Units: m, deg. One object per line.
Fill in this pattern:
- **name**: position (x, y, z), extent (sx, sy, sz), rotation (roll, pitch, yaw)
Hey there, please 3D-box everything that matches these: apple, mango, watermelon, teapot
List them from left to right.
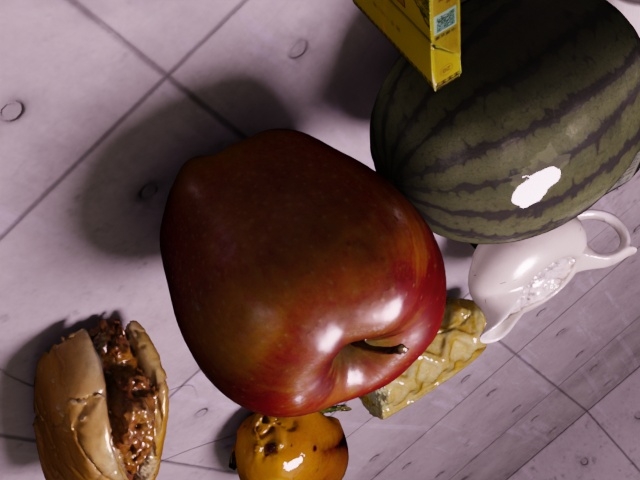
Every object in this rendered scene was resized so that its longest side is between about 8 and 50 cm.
- **mango**: position (-0.051, 0.369, 1.678), extent (0.201, 0.152, 0.287), rotation (-45, 154, -5)
- **apple**: position (-0.026, 0.038, 1.061), extent (0.288, 0.317, 0.288), rotation (-30, 149, -21)
- **watermelon**: position (0.229, -0.152, 1.124), extent (0.359, 0.279, 0.279), rotation (-37, 152, -15)
- **teapot**: position (0.353, 0.034, 1.555), extent (0.299, 0.166, 0.208), rotation (-25, 138, -3)

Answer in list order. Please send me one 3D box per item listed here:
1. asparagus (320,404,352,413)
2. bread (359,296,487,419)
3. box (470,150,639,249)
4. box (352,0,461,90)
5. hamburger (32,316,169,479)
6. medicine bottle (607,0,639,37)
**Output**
- **asparagus**: position (0.003, 0.317, 1.807), extent (0.162, 0.016, 0.016), rotation (0, 107, -49)
- **bread**: position (0.181, 0.195, 1.722), extent (0.267, 0.130, 0.152), rotation (-29, -174, -18)
- **box**: position (0.406, -0.107, 1.619), extent (0.350, 0.058, 0.211), rotation (-28, 152, -19)
- **box**: position (0.069, -0.277, 0.883), extent (0.041, 0.153, 0.279), rotation (-32, 151, -11)
- **hamburger**: position (-0.268, 0.233, 1.224), extent (0.155, 0.245, 0.282), rotation (-15, 100, -28)
- **medicine bottle**: position (0.431, -0.283, 1.311), extent (0.139, 0.139, 0.237), rotation (-35, 151, -7)
